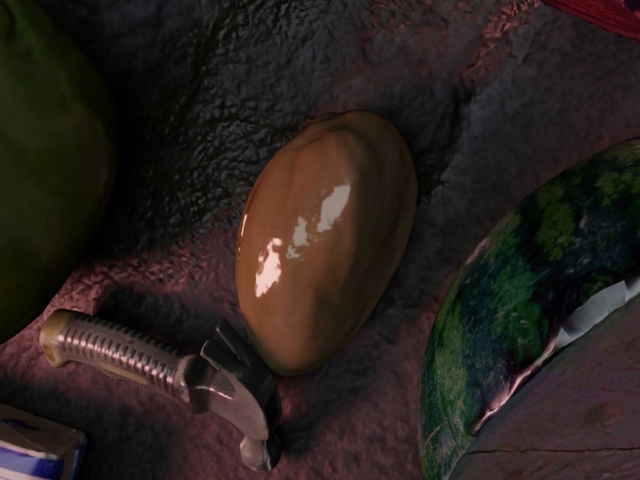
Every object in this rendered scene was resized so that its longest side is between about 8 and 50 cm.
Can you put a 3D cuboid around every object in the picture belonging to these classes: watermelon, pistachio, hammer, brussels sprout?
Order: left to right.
[{"bbox_3d":[-0.314,-0.083,1.066,0.289,0.281,0.354,7,128,30],"label":"brussels sprout"},{"bbox_3d":[-0.138,0.108,1.133,0.227,0.041,0.158,18,141,23],"label":"hammer"},{"bbox_3d":[0.000,0.000,1.083,0.136,0.136,0.226,22,105,13],"label":"pistachio"},{"bbox_3d":[0.178,0.063,1.030,0.292,0.319,0.222,-23,53,9],"label":"watermelon"}]

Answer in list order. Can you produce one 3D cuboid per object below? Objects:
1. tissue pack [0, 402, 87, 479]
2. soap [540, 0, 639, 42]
[{"bbox_3d":[-0.330,0.278,1.186,0.209,0.137,0.269,14,94,14],"label":"tissue pack"},{"bbox_3d":[0.201,-0.211,0.944,0.162,0.250,0.099,26,98,14],"label":"soap"}]
